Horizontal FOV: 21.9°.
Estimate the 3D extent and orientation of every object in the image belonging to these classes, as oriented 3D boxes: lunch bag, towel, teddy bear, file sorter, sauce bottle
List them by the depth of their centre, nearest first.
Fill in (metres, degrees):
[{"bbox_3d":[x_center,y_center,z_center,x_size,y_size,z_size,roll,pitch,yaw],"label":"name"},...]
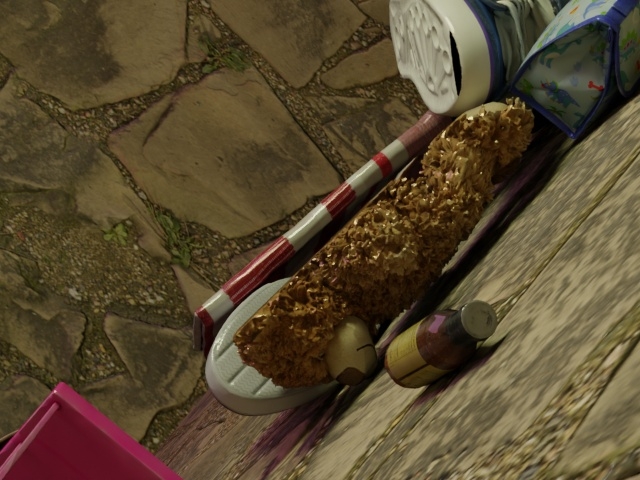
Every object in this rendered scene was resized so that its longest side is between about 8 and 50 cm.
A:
[{"bbox_3d":[0.082,0.068,1.103,0.042,0.042,0.128,-49,5,-25],"label":"sauce bottle"},{"bbox_3d":[0.250,-0.181,1.429,0.129,0.096,0.151,-50,-8,-31],"label":"lunch bag"},{"bbox_3d":[0.074,0.010,1.470,0.338,0.113,0.245,-44,-2,-25],"label":"teddy bear"},{"bbox_3d":[-0.269,0.322,1.526,0.291,0.202,0.182,-47,6,33],"label":"file sorter"},{"bbox_3d":[0.000,0.000,1.727,0.329,0.037,0.237,-41,-8,-12],"label":"towel"}]

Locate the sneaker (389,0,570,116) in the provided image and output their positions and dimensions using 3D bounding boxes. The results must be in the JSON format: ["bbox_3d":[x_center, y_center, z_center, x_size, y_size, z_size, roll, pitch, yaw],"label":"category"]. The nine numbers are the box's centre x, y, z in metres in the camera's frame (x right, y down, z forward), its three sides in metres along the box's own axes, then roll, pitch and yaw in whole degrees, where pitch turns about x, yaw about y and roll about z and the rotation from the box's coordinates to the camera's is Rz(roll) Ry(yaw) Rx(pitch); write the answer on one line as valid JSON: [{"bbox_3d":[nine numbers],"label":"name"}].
[{"bbox_3d":[0.204,-0.206,1.600,0.236,0.130,0.323,-9,12,-5],"label":"sneaker"}]

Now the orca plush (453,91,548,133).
[{"bbox_3d":[0.195,-0.141,1.807,0.287,0.151,0.102,-63,-17,-68],"label":"orca plush"}]

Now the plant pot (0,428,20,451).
[{"bbox_3d":[-0.257,0.308,1.808,0.215,0.215,0.230,-48,-12,2],"label":"plant pot"}]

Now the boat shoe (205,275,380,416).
[{"bbox_3d":[-0.001,0.091,1.658,0.335,0.121,0.119,-35,-15,-43],"label":"boat shoe"}]
